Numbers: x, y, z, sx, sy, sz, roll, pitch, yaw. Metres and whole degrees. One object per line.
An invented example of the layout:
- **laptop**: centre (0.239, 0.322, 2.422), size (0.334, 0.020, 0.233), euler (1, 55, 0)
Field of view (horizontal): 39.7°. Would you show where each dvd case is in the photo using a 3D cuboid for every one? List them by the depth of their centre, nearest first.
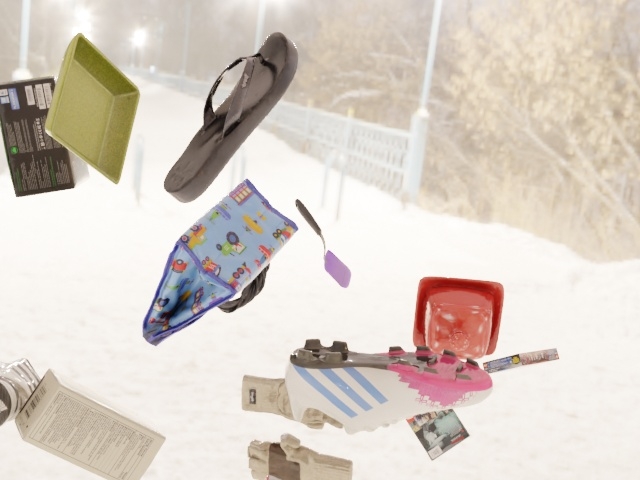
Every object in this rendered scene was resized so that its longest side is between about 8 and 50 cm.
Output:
- **dvd case**: centre (0.208, 0.333, 1.639), size (0.119, 0.087, 0.013), euler (57, 13, 19)

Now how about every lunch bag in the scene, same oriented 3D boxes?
- **lunch bag**: centre (-0.207, 0.062, 1.595), size (0.138, 0.293, 0.221), euler (43, 44, -1)

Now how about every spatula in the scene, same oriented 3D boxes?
- **spatula**: centre (0.000, 0.000, 2.230), size (0.030, 0.084, 0.296), euler (-14, 52, -20)

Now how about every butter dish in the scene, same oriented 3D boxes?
- **butter dish**: centre (0.250, 0.158, 1.610), size (0.160, 0.160, 0.118), euler (5, 25, 5)

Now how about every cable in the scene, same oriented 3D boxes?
- **cable**: centre (-0.182, 0.073, 1.963), size (0.150, 0.185, 0.047), euler (7, 12, -42)

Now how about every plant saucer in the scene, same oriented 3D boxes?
- **plant saucer**: centre (-0.381, -0.212, 1.460), size (0.045, 0.188, 0.188), euler (0, -22, 23)

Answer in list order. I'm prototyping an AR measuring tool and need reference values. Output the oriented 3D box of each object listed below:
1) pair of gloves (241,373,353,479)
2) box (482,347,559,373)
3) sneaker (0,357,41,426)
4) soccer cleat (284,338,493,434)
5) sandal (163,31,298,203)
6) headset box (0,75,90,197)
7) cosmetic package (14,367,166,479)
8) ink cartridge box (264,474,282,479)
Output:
- **pair of gloves**: centre (-0.041, 0.353, 1.630), size (0.204, 0.240, 0.042), euler (1, 20, 14)
- **box**: centre (0.406, 0.244, 1.797), size (0.137, 0.027, 0.094), euler (0, -17, -44)
- **sneaker**: centre (-0.872, 0.357, 2.137), size (0.447, 0.169, 0.257), euler (8, 0, 15)
- **soccer cleat**: centre (0.104, 0.242, 1.400), size (0.331, 0.143, 0.116), euler (5, 15, 16)
- **sandal**: centre (-0.111, -0.161, 1.087), size (0.054, 0.254, 0.097), euler (43, -18, -33)
- **headset box**: centre (-0.620, -0.240, 2.007), size (0.131, 0.246, 0.283), euler (-9, 11, -5)
- **cosmetic package**: centre (-0.527, 0.434, 2.038), size (0.296, 0.153, 0.129), euler (37, -8, -28)
- **ink cartridge box**: centre (-0.067, 0.490, 1.384), size (0.127, 0.176, 0.128), euler (25, 13, -6)
